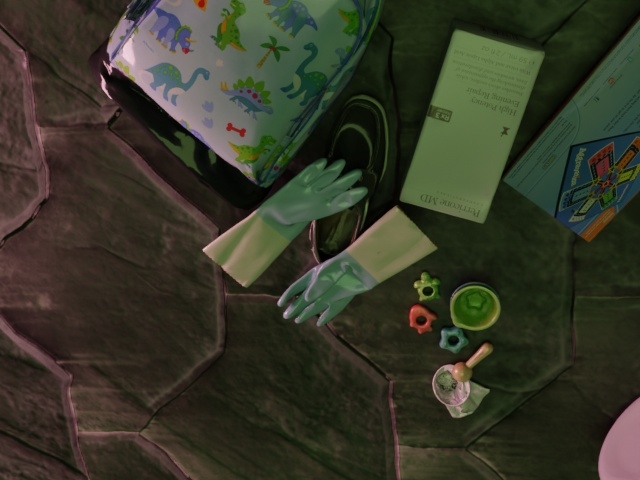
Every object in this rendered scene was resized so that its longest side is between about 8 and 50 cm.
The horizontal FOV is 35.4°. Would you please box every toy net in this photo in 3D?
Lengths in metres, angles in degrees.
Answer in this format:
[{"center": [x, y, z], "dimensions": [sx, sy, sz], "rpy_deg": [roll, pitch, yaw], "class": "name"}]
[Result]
[{"center": [0.184, 0.158, 1.406], "dimensions": [0.122, 0.045, 0.232], "rpy_deg": [2, 113, 6], "class": "toy net"}]

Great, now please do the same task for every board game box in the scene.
[{"center": [0.364, -0.136, 1.233], "dimensions": [0.145, 0.027, 0.281], "rpy_deg": [36, 124, -1], "class": "board game box"}]

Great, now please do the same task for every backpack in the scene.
[{"center": [-0.075, -0.244, 1.176], "dimensions": [0.290, 0.273, 0.355], "rpy_deg": [44, 100, -6], "class": "backpack"}]

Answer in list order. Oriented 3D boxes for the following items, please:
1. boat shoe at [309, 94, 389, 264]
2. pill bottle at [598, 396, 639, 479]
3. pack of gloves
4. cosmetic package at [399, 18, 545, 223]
[{"center": [0.037, -0.073, 1.310], "dimensions": [0.084, 0.079, 0.233], "rpy_deg": [15, 112, 2], "class": "boat shoe"}, {"center": [0.569, 0.374, 1.361], "dimensions": [0.363, 0.210, 0.210], "rpy_deg": [44, 111, -11], "class": "pill bottle"}, {"center": [0.000, 0.000, 1.290], "dimensions": [0.232, 0.046, 0.195], "rpy_deg": [-36, 116, 24], "class": "pack of gloves"}, {"center": [0.186, -0.148, 1.255], "dimensions": [0.117, 0.085, 0.231], "rpy_deg": [15, 113, 1], "class": "cosmetic package"}]
